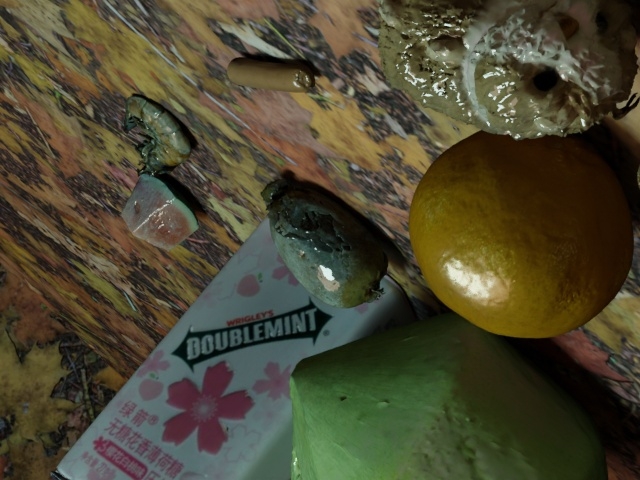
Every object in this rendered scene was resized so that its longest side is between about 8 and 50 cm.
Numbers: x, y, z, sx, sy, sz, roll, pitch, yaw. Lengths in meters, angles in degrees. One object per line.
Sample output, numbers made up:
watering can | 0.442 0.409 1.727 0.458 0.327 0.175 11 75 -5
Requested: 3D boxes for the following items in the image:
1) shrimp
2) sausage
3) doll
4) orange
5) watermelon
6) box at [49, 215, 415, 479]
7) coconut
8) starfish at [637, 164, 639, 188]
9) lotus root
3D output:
shrimp | -0.177 -0.110 1.902 0.091 0.034 0.161 52 158 1
sausage | -0.041 -0.139 1.497 0.026 0.026 0.116 48 162 -28
doll | 0.090 -0.125 1.071 0.221 0.105 0.115 26 166 35
orange | 0.140 -0.011 1.218 0.159 0.159 0.136 34 120 22
watermelon | -0.181 -0.031 2.053 0.084 0.072 0.092 26 163 -14
box | -0.089 0.159 1.800 0.190 0.370 0.112 28 160 33
coconut | 0.104 0.214 1.672 0.328 0.281 0.328 38 179 1
starfish | 0.236 -0.037 1.126 0.091 0.028 0.078 15 157 51
lotus root | -0.002 0.001 1.703 0.165 0.088 0.088 46 167 16
